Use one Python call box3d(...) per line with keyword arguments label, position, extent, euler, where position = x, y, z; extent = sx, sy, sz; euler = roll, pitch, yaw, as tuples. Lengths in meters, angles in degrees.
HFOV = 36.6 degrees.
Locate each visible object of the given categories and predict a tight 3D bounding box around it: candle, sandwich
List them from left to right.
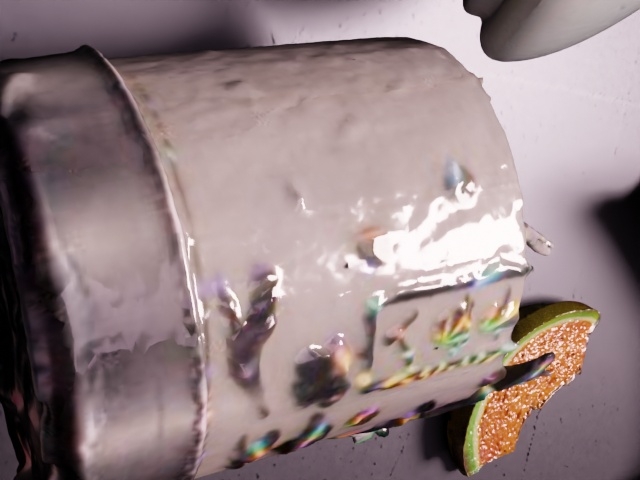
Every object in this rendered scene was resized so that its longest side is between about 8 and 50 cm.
box3d(label="candle", position=(0.000, 0.000, 0.441), extent=(0.330, 0.187, 0.188), euler=(-10, 107, -27))
box3d(label="sandwich", position=(0.123, 0.085, 0.609), extent=(0.135, 0.029, 0.067), euler=(-49, 124, -9))

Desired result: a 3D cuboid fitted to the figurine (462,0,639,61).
box3d(label="figurine", position=(0.009, -0.178, 0.417), extent=(0.381, 0.224, 0.205), euler=(-2, 103, 2))
